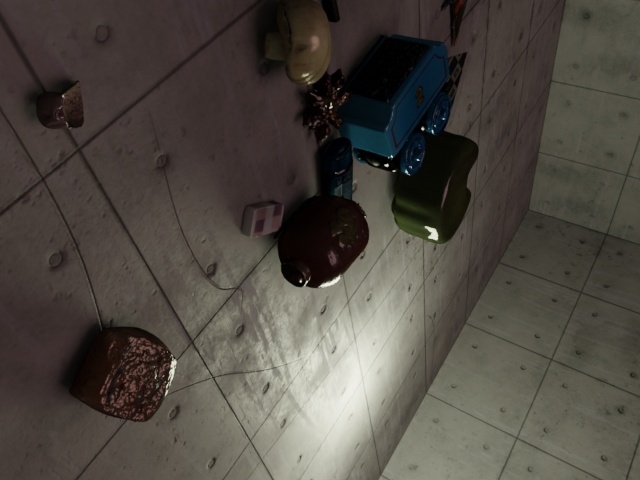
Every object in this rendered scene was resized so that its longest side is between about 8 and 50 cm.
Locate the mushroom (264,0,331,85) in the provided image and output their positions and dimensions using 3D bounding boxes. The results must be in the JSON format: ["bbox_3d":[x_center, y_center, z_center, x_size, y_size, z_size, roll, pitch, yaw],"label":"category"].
[{"bbox_3d":[-0.041,-0.350,1.037,0.154,0.122,0.154,-9,90,-88],"label":"mushroom"}]

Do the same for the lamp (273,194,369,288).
[{"bbox_3d":[0.000,0.000,1.315,0.258,0.180,0.180,-46,146,-34],"label":"lamp"}]

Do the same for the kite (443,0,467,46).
[{"bbox_3d":[0.403,-0.725,1.686,0.234,0.016,0.321,-57,152,-24],"label":"kite"}]

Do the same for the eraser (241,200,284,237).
[{"bbox_3d":[-0.118,-0.045,1.209,0.105,0.026,0.065,-20,124,-55],"label":"eraser"}]

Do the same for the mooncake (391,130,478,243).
[{"bbox_3d":[0.351,-0.161,1.820,0.351,0.187,0.351,-48,149,-40],"label":"mooncake"}]

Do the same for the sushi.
[{"bbox_3d":[0.337,-0.443,1.737,0.231,0.047,0.220,-30,139,-45],"label":"sushi"}]

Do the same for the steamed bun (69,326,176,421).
[{"bbox_3d":[-0.311,0.219,0.960,0.145,0.106,0.175,-62,150,-12],"label":"steamed bun"}]

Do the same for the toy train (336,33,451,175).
[{"bbox_3d":[0.184,-0.326,1.395,0.300,0.187,0.265,-56,146,-20],"label":"toy train"}]

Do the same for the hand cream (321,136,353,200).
[{"bbox_3d":[0.044,-0.124,1.425,0.120,0.061,0.271,-49,153,-30],"label":"hand cream"}]

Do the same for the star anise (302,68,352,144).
[{"bbox_3d":[0.010,-0.286,1.239,0.168,0.057,0.168,-48,152,-37],"label":"star anise"}]

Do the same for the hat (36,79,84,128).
[{"bbox_3d":[-0.326,-0.167,0.731,0.087,0.042,0.058,-90,-174,-57],"label":"hat"}]

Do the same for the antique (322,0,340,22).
[{"bbox_3d":[0.007,-0.498,1.100,0.015,0.031,0.192,-48,148,-21],"label":"antique"}]
